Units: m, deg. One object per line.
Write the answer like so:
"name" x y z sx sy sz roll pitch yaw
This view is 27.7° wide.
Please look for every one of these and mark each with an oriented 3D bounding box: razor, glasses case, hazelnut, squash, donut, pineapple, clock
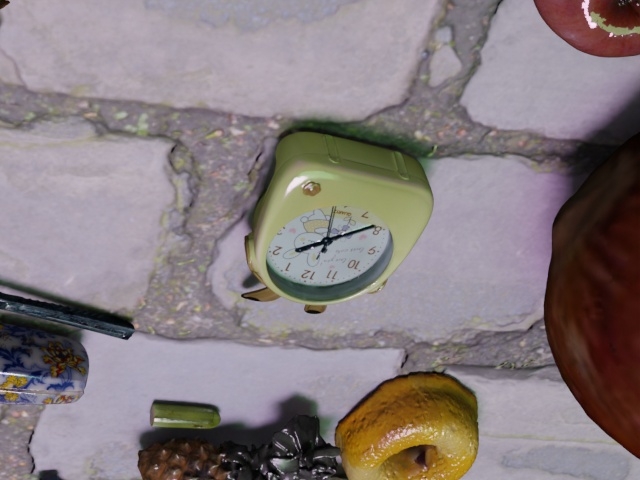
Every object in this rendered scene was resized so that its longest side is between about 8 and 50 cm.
"razor" -0.284 0.075 1.367 0.190 0.033 0.066 21 125 -29
"glasses case" -0.367 0.124 1.355 0.248 0.087 0.065 9 125 -21
"hazelnut" 0.431 0.053 1.322 0.421 0.353 0.420 8 115 18
"squash" -0.157 0.207 1.521 0.083 0.027 0.027 6 130 -19
"donut" 0.111 0.252 1.594 0.190 0.074 0.174 -30 132 14
"pineapple" -0.093 0.272 1.541 0.237 0.119 0.111 -12 89 -8
"clock" 0.000 0.000 1.343 0.170 0.069 0.232 12 129 -23

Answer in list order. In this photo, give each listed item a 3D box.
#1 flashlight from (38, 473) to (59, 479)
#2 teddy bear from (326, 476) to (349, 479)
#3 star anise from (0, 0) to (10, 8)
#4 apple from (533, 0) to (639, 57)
"flashlight" -0.321 0.337 1.587 0.051 0.051 0.129 -5 128 -9
"teddy bear" -0.127 0.477 1.725 0.362 0.375 0.327 6 150 42
"star anise" -0.399 -0.193 1.061 0.288 0.088 0.288 -7 135 -7
"apple" 0.263 -0.234 1.152 0.153 0.120 0.153 -3 128 -4
